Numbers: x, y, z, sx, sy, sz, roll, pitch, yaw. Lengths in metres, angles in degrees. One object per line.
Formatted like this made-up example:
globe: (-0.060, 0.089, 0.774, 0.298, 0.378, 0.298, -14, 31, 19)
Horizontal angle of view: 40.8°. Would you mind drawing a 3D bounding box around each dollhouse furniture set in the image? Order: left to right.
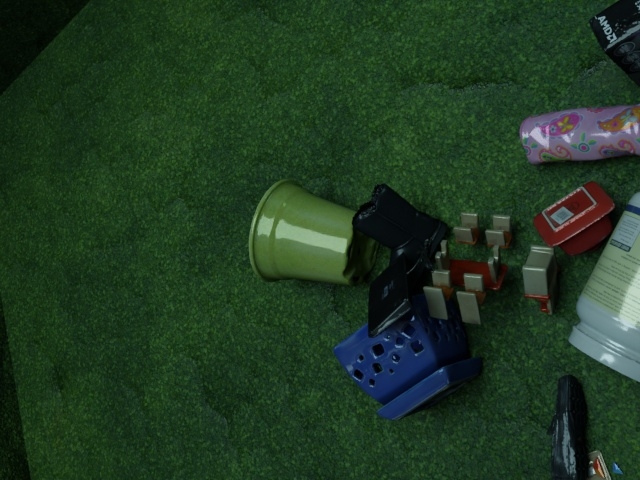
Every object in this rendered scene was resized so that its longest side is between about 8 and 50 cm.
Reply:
dollhouse furniture set: (0.379, 0.078, 1.877, 0.259, 0.135, 0.262, 6, 43, 28)

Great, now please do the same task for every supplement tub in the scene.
supplement tub: (0.638, 0.094, 1.642, 0.235, 0.235, 0.325, 32, 100, 39)

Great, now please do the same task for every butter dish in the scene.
butter dish: (0.553, -0.026, 1.822, 0.160, 0.118, 0.160, -34, 22, 13)

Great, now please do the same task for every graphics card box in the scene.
graphics card box: (0.745, -0.465, 1.693, 0.371, 0.233, 0.094, -30, 63, 29)

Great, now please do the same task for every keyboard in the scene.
keyboard: (0.179, 0.093, 1.867, 0.033, 0.317, 0.201, 42, 105, -10)

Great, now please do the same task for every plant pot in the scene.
plant pot: (0.000, 0.000, 2.182, 0.254, 0.276, 0.276, 14, 88, 28)
plant pot: (0.211, 0.266, 1.946, 0.236, 0.236, 0.212, -40, 70, 26)

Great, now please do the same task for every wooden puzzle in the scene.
wooden puzzle: (0.553, 0.475, 1.761, 0.116, 0.014, 0.078, -38, 58, 25)

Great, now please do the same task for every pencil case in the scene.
pencil case: (0.574, -0.225, 1.851, 0.284, 0.124, 0.124, -2, 78, 39)

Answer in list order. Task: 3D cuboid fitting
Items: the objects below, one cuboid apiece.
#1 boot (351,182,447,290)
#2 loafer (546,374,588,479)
boot: (0.159, 0.009, 2.062, 0.246, 0.207, 0.094, -60, 11, 6)
loafer: (0.503, 0.390, 1.779, 0.078, 0.076, 0.223, -15, 66, 45)
